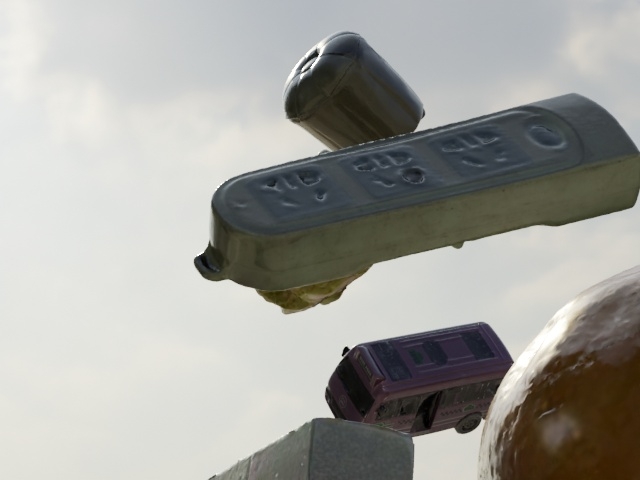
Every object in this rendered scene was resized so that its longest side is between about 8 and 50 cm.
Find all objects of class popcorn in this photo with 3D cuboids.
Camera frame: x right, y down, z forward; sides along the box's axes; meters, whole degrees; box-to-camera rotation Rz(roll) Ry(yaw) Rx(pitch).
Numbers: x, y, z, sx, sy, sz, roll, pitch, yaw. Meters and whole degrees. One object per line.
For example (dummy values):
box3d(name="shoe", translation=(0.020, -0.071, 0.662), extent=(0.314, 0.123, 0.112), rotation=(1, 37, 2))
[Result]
box3d(name="popcorn", translation=(-0.002, 0.001, 1.148), extent=(0.089, 0.109, 0.097), rotation=(36, 4, -32))

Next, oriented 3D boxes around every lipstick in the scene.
box3d(name="lipstick", translation=(-0.038, 0.181, 1.056), extent=(0.066, 0.068, 0.317), rotation=(14, -24, -19))

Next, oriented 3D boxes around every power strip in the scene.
box3d(name="power strip", translation=(0.060, -0.028, 0.985), extent=(0.286, 0.080, 0.048), rotation=(-14, -54, -21))

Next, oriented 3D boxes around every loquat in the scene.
box3d(name="loquat", translation=(0.266, 0.168, 1.161), extent=(0.328, 0.328, 0.328), rotation=(4, -19, 1))

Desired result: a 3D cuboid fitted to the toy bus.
box3d(name="toy bus", translation=(0.099, 0.140, 1.683), extent=(0.178, 0.087, 0.098), rotation=(-9, -42, -27))

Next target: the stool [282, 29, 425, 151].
box3d(name="stool", translation=(0.028, -0.118, 1.451), extent=(0.110, 0.096, 0.096), rotation=(39, -33, -22))
